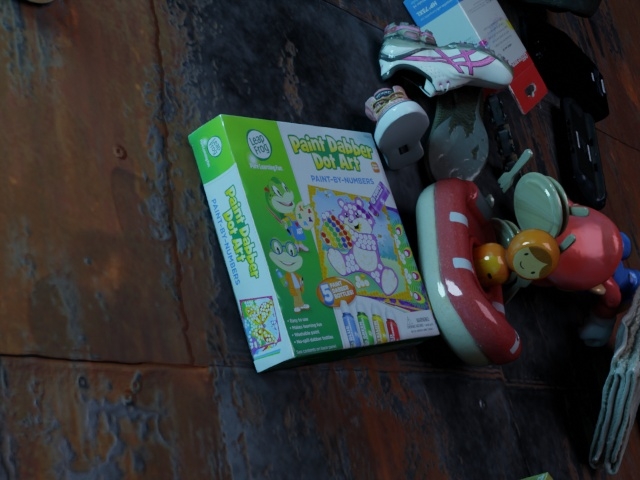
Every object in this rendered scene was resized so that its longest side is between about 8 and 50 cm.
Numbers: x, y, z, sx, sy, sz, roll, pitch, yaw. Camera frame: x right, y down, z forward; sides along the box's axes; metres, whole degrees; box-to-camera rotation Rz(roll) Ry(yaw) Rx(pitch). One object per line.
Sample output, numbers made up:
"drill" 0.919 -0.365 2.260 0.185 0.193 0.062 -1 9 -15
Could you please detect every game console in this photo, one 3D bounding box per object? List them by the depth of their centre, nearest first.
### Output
"game console" 0.429 -0.220 1.687 0.213 0.044 0.361 29 47 -35

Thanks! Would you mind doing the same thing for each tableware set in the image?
"tableware set" 0.253 -0.015 1.212 0.039 0.194 0.128 -12 67 -23

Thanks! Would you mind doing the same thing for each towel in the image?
"towel" 0.425 0.172 1.351 0.282 0.049 0.187 -42 142 -54

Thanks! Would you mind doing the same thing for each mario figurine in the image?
"mario figurine" 0.350 0.031 1.399 0.198 0.170 0.320 39 12 31

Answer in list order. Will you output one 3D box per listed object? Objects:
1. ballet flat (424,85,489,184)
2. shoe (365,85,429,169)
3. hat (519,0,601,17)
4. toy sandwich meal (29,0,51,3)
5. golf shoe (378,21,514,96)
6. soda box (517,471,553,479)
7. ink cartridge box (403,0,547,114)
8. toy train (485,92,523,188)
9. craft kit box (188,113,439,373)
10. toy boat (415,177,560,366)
"ballet flat" 0.182 -0.152 1.331 0.084 0.058 0.250 15 52 -7
"shoe" 0.083 -0.146 1.152 0.178 0.063 0.081 62 5 -76
"hat" 0.437 -0.466 1.745 0.331 0.331 0.134 -32 132 -54
"toy sandwich meal" -0.260 -0.248 0.871 0.085 0.029 0.085 29 48 -37
"golf shoe" 0.165 -0.224 1.309 0.186 0.067 0.086 13 78 -9
"soda box" 0.219 0.336 1.060 0.061 0.058 0.181 53 37 -12
"ink cartridge box" 0.234 -0.286 1.458 0.231 0.078 0.134 58 37 -6
"toy train" 0.261 -0.141 1.400 0.036 0.027 0.158 -100 169 -55
"craft kit box" 0.000 0.000 1.013 0.250 0.061 0.246 -2 67 -51
"toy boat" 0.202 0.029 1.139 0.151 0.151 0.231 45 37 -49
